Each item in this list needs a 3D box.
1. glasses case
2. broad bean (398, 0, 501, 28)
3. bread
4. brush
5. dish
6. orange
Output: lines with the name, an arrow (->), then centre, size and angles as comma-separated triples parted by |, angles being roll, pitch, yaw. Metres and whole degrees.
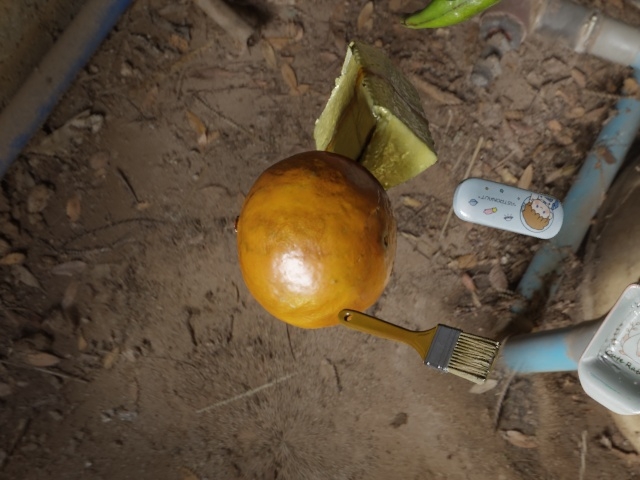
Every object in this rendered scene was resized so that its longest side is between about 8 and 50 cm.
glasses case -> 0.290, -0.049, 1.054 | 0.178, 0.045, 0.067 | 12, 90, -12
broad bean -> 0.248, -0.368, 0.996 | 0.077, 0.339, 0.061 | -50, 115, -31
bread -> 0.057, -0.211, 1.297 | 0.236, 0.198, 0.264 | -33, 41, 24
brush -> 0.086, 0.092, 0.649 | 0.169, 0.014, 0.043 | 14, 70, 35
dish -> 0.582, 0.206, 1.265 | 0.154, 0.064, 0.234 | 34, 108, 22
orange -> 0.000, 0.000, 1.091 | 0.226, 0.284, 0.284 | 0, 70, 32
